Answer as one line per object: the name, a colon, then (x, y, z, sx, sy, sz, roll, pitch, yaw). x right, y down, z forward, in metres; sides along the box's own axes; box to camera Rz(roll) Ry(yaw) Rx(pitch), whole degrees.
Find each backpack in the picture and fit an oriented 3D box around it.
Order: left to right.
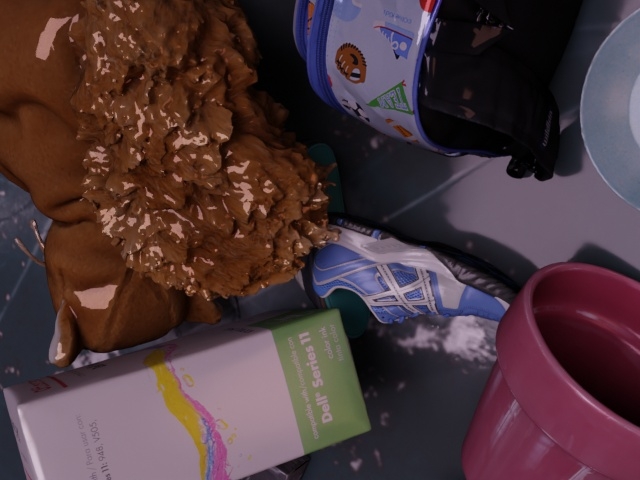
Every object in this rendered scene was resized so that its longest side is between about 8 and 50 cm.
backpack: (0.103, -0.193, 0.724, 0.213, 0.263, 0.277, 19, 105, 23)

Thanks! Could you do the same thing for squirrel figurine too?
squirrel figurine: (-0.178, -0.057, 0.842, 0.397, 0.281, 0.371, 16, 112, 48)

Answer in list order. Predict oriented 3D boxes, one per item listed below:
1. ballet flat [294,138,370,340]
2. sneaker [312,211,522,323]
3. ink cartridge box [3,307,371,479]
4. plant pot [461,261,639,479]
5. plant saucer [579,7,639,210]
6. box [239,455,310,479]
ballet flat: (0.000, 0.000, 0.911, 0.074, 0.074, 0.203, -9, 98, 26)
sneaker: (0.091, 0.041, 0.845, 0.211, 0.080, 0.081, 20, 98, 12)
ink cartridge box: (-0.161, 0.162, 0.819, 0.207, 0.353, 0.119, -13, 92, 67)
plant pot: (0.214, 0.148, 0.758, 0.201, 0.201, 0.180, 40, 126, 17)
plant saucer: (0.317, -0.110, 0.755, 0.194, 0.037, 0.195, 3, 98, 26)
box: (-0.137, 0.292, 1.010, 0.183, 0.056, 0.231, 29, 108, 19)
